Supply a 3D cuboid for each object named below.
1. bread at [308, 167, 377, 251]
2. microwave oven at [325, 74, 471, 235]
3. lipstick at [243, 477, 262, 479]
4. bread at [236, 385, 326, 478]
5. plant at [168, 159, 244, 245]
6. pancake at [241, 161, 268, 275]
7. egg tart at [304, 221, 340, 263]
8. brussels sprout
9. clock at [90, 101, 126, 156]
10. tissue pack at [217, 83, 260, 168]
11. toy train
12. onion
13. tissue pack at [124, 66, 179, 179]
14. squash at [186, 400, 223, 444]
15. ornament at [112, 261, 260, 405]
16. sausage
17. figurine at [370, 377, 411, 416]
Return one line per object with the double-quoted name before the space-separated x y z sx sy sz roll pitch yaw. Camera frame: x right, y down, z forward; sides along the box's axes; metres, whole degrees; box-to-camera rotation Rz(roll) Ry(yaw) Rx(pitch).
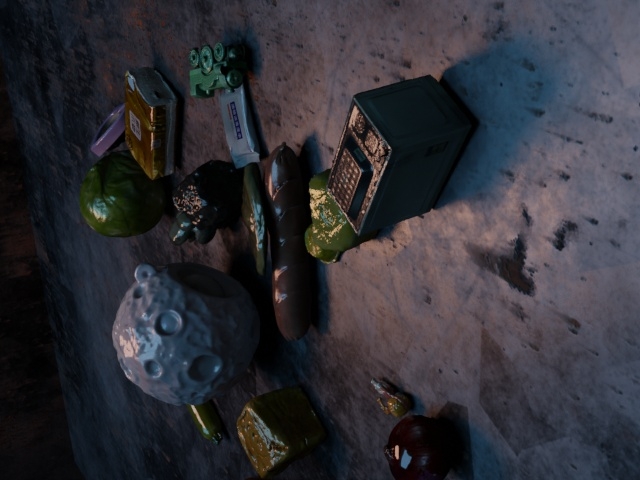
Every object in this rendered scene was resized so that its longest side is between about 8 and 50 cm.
"bread" 0.042 -0.047 1.534 0.125 0.086 0.156 30 134 37
"microwave oven" 0.107 -0.130 1.304 0.129 0.163 0.205 59 151 27
"lipstick" -0.107 0.635 2.143 0.418 0.077 0.077 -19 89 62
"bread" -0.091 0.425 1.944 0.158 0.143 0.149 53 145 24
"plant" -0.272 -0.074 1.978 0.149 0.146 0.274 65 150 9
"pancake" -0.134 -0.037 1.773 0.242 0.050 0.242 172 90 -87
"egg tart" 0.000 0.000 1.672 0.105 0.039 0.105 32 130 50
"brussels sprout" -0.528 -0.121 2.309 0.244 0.244 0.244 34 133 47
"clock" -0.552 -0.296 2.348 0.064 0.172 0.198 37 159 -22
"tissue pack" -0.175 -0.253 1.843 0.122 0.026 0.193 -7 98 60
"toy train" -0.214 -0.353 1.796 0.178 0.071 0.105 5 96 55
"onion" 0.168 0.365 1.498 0.131 0.131 0.131 34 133 47
"tissue pack" -0.423 -0.297 2.177 0.183 0.091 0.226 48 144 36
"squash" -0.343 0.468 2.463 0.258 0.069 0.069 60 148 21
"ornament" -0.312 0.219 2.001 0.337 0.337 0.337 34 133 47
"sausage" -0.063 0.006 1.734 0.088 0.087 0.433 30 129 50
"figurine" 0.125 0.291 1.611 0.064 0.047 0.109 56 168 -32
